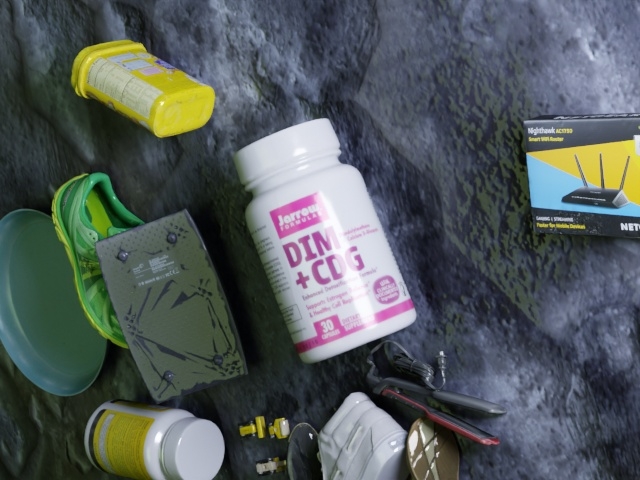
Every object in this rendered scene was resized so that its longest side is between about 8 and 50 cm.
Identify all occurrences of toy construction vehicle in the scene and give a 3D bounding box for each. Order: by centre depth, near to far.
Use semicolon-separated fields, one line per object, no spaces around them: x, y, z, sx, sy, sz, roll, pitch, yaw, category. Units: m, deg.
-0.070;0.295;2.017;0.098;0.035;0.086;-21;78;42;toy construction vehicle

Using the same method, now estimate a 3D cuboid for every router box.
0.314;-0.072;1.533;0.179;0.046;0.133;2;104;42;router box

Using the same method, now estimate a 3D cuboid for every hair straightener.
0.145;0.182;1.784;0.230;0.047;0.089;22;99;42;hair straightener

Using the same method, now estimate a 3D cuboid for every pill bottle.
0.000;0.000;1.764;0.160;0.160;0.283;-25;86;44;pill bottle
-0.254;0.311;2.126;0.208;0.119;0.119;3;105;43;pill bottle

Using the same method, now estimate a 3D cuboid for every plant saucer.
-0.441;0.099;2.285;0.317;0.044;0.317;16;114;39;plant saucer

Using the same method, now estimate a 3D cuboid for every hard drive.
-0.211;0.094;2.019;0.172;0.054;0.255;-20;93;17;hard drive

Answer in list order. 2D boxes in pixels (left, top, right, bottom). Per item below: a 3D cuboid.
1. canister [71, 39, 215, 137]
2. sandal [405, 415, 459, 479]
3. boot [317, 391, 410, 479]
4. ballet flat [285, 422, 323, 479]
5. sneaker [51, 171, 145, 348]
-0.248;-0.213;1.950;0.170;0.126;0.073;31;122;30;canister
0.150;0.315;1.802;0.049;0.072;0.180;-7;104;65;sandal
0.041;0.327;1.896;0.123;0.095;0.258;47;126;35;boot
-0.016;0.343;1.970;0.057;0.049;0.173;-9;93;1;ballet flat
-0.313;0.032;2.099;0.123;0.109;0.295;-33;81;44;sneaker
